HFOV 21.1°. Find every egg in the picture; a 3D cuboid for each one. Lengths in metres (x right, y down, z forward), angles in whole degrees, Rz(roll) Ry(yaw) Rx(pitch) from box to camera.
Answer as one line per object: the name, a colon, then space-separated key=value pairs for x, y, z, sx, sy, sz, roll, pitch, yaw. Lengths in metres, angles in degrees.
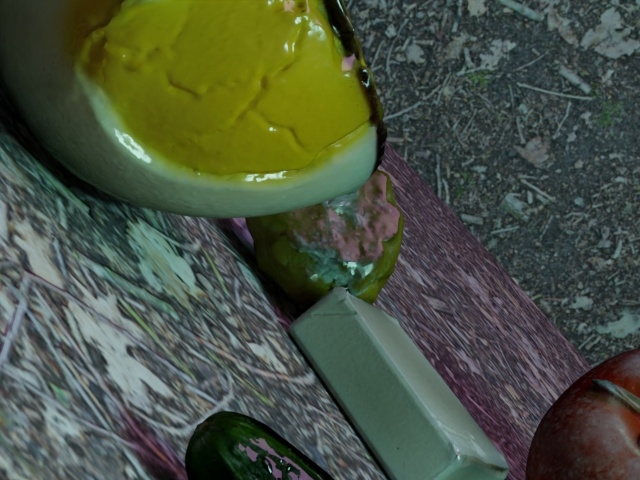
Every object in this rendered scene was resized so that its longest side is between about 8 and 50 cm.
egg: x=-0.117 y=-0.136 z=1.150 sx=0.337 sy=0.201 sz=0.337 roll=54 pitch=-16 yaw=24

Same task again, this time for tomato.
tomato: x=0.323 y=0.232 z=1.582 sx=0.227 sy=0.270 sz=0.270 roll=83 pitch=-18 yaw=-44

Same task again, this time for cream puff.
cream puff: x=0.000 y=0.000 z=1.451 sx=0.146 sy=0.146 sz=0.116 roll=52 pitch=-29 yaw=15

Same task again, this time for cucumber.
cucumber: x=0.017 y=0.183 z=0.907 sx=0.241 sy=0.074 sz=0.074 roll=45 pitch=10 yaw=-12

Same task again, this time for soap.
soap: x=0.064 y=0.128 z=1.364 sx=0.183 sy=0.064 sz=0.121 roll=54 pitch=11 yaw=28
